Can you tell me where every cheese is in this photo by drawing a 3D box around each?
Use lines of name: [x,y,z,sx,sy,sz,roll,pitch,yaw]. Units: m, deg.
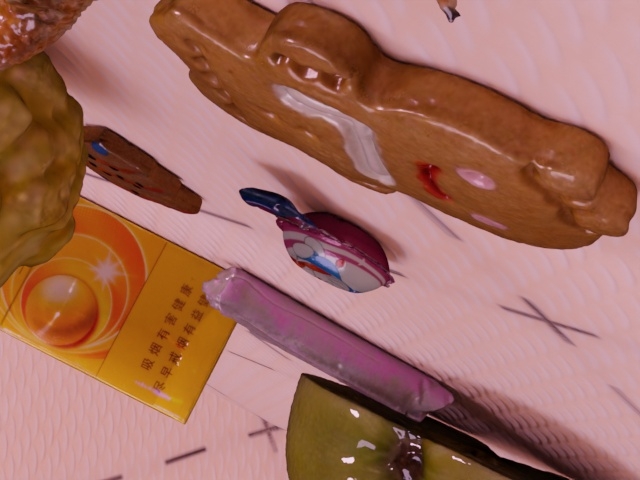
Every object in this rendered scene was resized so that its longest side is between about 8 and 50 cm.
cheese: [0.000,0.000,1.065,0.095,0.038,0.145,18,167,41]

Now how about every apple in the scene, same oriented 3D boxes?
apple: [0.130,0.242,1.594,0.320,0.311,0.360,-25,160,19]

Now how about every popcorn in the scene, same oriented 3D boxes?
popcorn: [-0.262,-0.052,0.994,0.181,0.216,0.235,11,172,43]

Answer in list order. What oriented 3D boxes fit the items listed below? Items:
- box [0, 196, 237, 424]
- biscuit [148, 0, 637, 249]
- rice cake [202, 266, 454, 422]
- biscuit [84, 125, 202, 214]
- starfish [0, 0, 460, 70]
box: [-0.215,0.050,1.515,0.269,0.152,0.043,28,169,2]
biscuit: [0.034,-0.052,0.759,0.249,0.035,0.184,24,169,16]
rice cake: [0.009,0.102,1.493,0.270,0.049,0.055,31,-169,-15]
biscuit: [-0.153,-0.057,1.218,0.119,0.019,0.130,24,168,17]
starfish: [-0.086,-0.108,0.558,0.247,0.050,0.138,-8,149,16]
